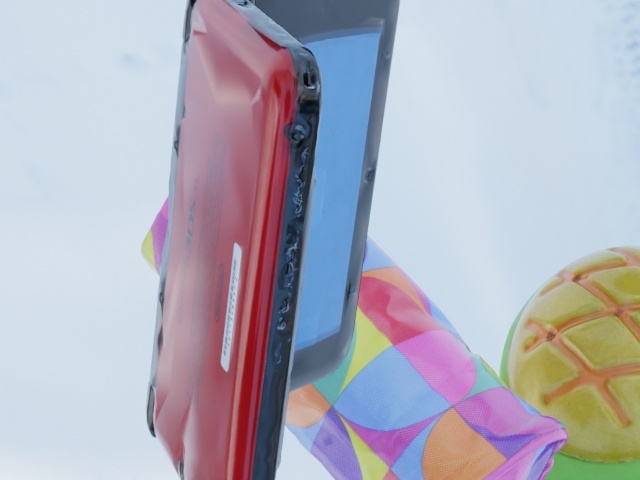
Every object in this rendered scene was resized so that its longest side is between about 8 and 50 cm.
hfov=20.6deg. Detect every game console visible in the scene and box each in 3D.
[{"bbox_3d":[0.000,0.000,0.513,0.124,0.085,0.144,-134,47,-59],"label":"game console"}]

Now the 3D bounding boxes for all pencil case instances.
[{"bbox_3d":[0.014,0.047,0.851,0.236,0.104,0.104,49,160,25],"label":"pencil case"}]

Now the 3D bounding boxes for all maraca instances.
[{"bbox_3d":[0.152,0.079,0.932,0.127,0.186,0.099,14,148,26],"label":"maraca"}]
